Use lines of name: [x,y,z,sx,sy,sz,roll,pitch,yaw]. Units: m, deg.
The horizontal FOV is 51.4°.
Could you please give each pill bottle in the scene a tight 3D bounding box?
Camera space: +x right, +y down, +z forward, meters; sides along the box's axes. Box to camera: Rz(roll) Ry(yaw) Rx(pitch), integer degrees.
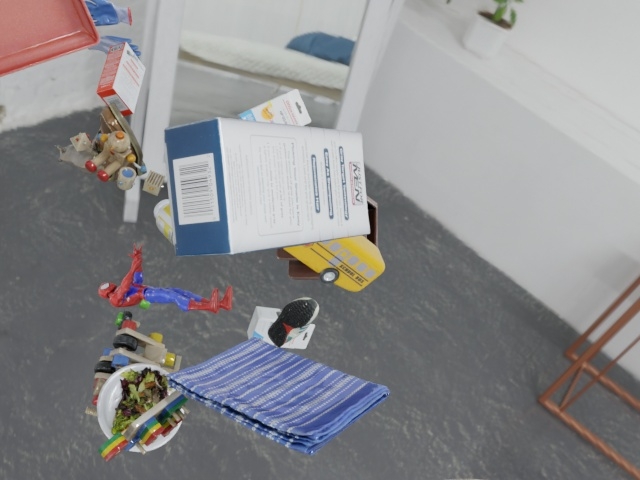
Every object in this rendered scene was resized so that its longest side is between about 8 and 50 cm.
pill bottle: [-0.397,-0.047,1.860,0.103,0.103,0.184,-12,33,-32]

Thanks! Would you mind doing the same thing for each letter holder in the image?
letter holder: [-0.001,-0.009,1.924,0.152,0.302,0.214,29,57,-55]

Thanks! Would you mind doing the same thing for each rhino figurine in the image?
rhino figurine: [-0.713,-0.254,1.979,0.243,0.073,0.106,21,40,38]

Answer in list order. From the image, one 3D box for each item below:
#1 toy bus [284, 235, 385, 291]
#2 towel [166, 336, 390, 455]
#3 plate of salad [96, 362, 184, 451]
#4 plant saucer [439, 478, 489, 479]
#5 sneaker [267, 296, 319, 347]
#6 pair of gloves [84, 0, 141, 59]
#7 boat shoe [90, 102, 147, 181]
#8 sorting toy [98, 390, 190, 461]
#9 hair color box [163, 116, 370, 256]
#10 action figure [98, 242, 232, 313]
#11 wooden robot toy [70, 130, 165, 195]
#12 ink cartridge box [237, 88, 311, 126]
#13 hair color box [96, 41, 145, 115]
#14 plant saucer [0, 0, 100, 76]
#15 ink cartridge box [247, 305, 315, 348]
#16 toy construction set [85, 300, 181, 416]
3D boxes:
toy bus: [0.000,0.000,1.611,0.333,0.130,0.108,37,24,-34]
towel: [-0.075,0.256,1.179,0.336,0.040,0.243,15,20,34]
plate of salad: [-0.404,0.376,1.510,0.200,0.048,0.199,12,63,-25]
plant saucer: [0.233,0.533,1.264,0.311,0.310,0.050,8,48,-15]
sneaker: [-0.043,0.154,1.342,0.057,0.161,0.075,50,42,11]
pair of gloves: [-0.548,-0.538,1.715,0.160,0.198,0.023,13,50,9]
boat shoe: [-0.495,-0.216,1.604,0.105,0.307,0.110,-27,73,-14]
sorting toy: [-0.296,0.337,1.224,0.046,0.132,0.275,46,41,9]
hair color box: [-0.061,-0.078,0.974,0.105,0.173,0.347,-3,3,34]
action figure: [-0.316,0.071,1.306,0.281,0.138,0.091,-2,-2,18]
wooden robot toy: [-0.335,-0.142,1.097,0.173,0.079,0.076,36,49,0]
ink cartridge box: [-0.118,-0.327,1.784,0.181,0.104,0.061,-27,14,-7]
hair color box: [-0.494,-0.399,1.651,0.054,0.093,0.167,-9,54,18]
plant saucer: [-0.559,-0.427,1.158,0.259,0.258,0.047,-22,43,-8]
ink cartridge box: [-0.120,0.265,2.009,0.180,0.104,0.060,10,29,-22]
toy construction set: [-0.436,0.343,1.675,0.237,0.257,0.308,24,27,-19]
